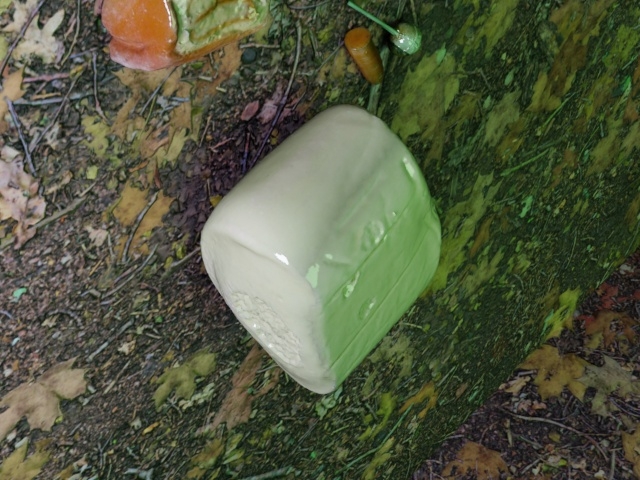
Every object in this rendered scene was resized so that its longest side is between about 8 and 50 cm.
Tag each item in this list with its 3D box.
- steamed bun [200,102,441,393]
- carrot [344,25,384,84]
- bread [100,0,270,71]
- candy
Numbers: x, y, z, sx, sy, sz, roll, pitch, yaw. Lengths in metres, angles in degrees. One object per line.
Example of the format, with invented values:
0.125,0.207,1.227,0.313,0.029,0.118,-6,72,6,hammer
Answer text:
0.000,0.000,1.947,0.371,0.290,0.456,-47,152,-23,steamed bun
0.080,-0.305,1.991,0.048,0.048,0.139,-51,152,-6,carrot
-0.157,-0.332,1.549,0.244,0.123,0.190,-34,143,-34,bread
0.101,-0.358,1.972,0.202,0.061,0.061,19,104,-51,candy
